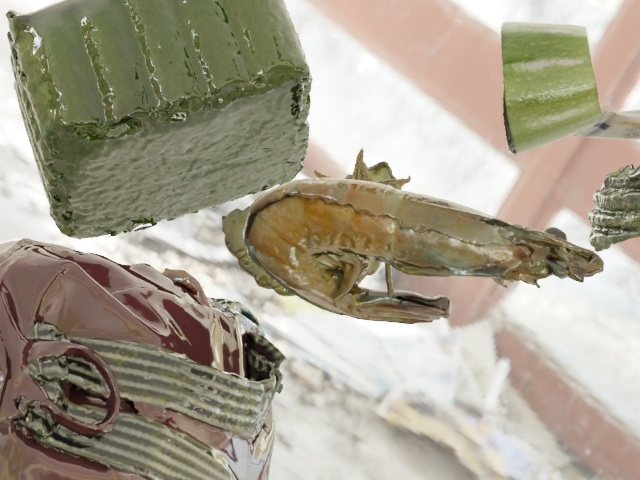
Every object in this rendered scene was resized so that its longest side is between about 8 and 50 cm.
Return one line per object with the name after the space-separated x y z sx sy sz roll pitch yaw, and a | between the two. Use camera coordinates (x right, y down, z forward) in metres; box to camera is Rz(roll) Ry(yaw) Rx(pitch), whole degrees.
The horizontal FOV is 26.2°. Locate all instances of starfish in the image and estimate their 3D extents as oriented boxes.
0.034 -0.036 1.190 0.086 0.092 0.016 8 -14 -2 | starfish

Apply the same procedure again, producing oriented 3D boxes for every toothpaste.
0.491 -0.155 1.846 0.314 0.058 0.056 -2 28 -25 | toothpaste

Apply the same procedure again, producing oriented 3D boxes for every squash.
0.282 -0.199 1.719 0.123 0.170 0.170 -10 11 13 | squash

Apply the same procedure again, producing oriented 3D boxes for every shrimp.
0.069 0.014 0.962 0.251 0.143 0.052 11 54 13 | shrimp

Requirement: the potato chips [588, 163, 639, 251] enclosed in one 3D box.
0.312 -0.034 1.392 0.028 0.092 0.207 13 -5 -9 | potato chips

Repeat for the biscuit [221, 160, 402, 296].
0.000 0.000 2.011 0.036 0.274 0.187 74 1 -63 | biscuit

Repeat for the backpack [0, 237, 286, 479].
-0.145 0.134 0.937 0.197 0.283 0.317 -3 -26 21 | backpack

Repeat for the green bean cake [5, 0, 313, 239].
-0.183 -0.166 1.595 0.319 0.335 0.218 -15 71 -14 | green bean cake
